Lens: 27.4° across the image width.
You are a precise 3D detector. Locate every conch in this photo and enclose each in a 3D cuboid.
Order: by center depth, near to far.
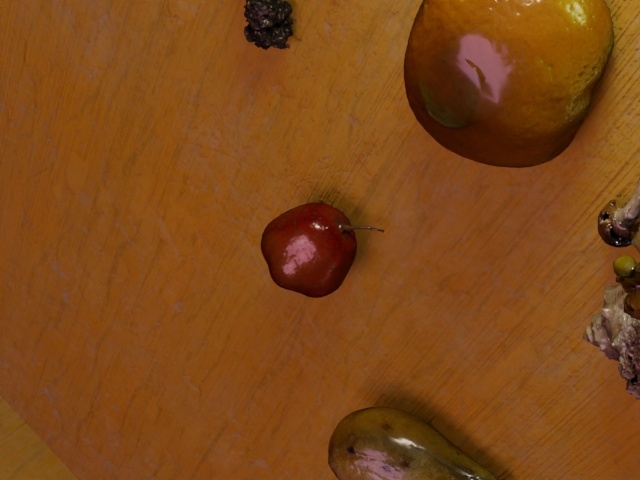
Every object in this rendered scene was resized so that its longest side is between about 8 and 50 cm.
[{"bbox_3d":[0.485,0.141,1.824,0.245,0.162,0.178,-10,147,32],"label":"conch"}]

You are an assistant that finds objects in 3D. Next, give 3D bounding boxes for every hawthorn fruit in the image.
[{"bbox_3d":[0.000,0.000,2.204,0.162,0.163,0.203,50,128,3],"label":"hawthorn fruit"}]

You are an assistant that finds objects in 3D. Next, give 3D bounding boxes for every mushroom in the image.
[{"bbox_3d":[0.424,-0.070,1.761,0.060,0.061,0.187,26,127,11],"label":"mushroom"}]

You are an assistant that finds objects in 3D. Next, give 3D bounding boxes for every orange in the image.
[{"bbox_3d":[0.237,-0.231,1.737,0.263,0.196,0.334,30,133,8],"label":"orange"}]

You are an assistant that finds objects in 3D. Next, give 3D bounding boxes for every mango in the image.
[{"bbox_3d":[0.172,0.410,2.354,0.330,0.175,0.176,21,170,8],"label":"mango"}]

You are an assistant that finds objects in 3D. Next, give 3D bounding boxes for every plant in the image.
[{"bbox_3d":[-0.089,-0.375,2.037,0.085,0.087,0.174,-2,128,14],"label":"plant"}]

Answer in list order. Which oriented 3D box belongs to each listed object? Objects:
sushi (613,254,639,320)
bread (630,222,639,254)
[{"bbox_3d":[0.482,0.041,1.577,0.179,0.167,0.296,50,162,-19],"label":"sushi"},{"bbox_3d":[0.482,-0.064,1.660,0.098,0.087,0.269,50,146,29],"label":"bread"}]
